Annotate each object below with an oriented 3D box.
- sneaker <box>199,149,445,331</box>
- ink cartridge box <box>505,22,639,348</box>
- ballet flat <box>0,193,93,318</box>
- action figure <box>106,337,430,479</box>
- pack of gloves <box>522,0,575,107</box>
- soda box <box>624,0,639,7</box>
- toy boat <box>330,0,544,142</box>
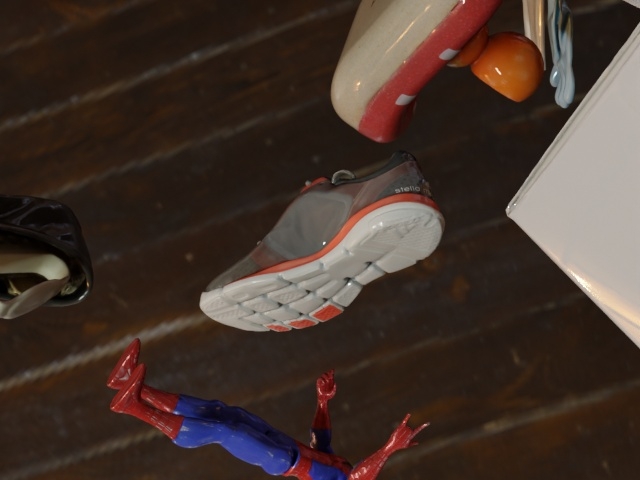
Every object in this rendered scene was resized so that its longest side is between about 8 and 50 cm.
[{"bbox_3d":[0.000,0.000,0.900,0.158,0.061,0.065,-25,52,24],"label":"sneaker"},{"bbox_3d":[0.279,-0.043,0.851,0.198,0.197,0.270,47,36,19],"label":"ink cartridge box"},{"bbox_3d":[-0.259,0.008,1.111,0.095,0.280,0.096,-49,62,26],"label":"ballet flat"},{"bbox_3d":[-0.026,0.147,1.364,0.139,0.280,0.091,-54,19,10],"label":"action figure"},{"bbox_3d":[0.226,-0.252,1.504,0.046,0.232,0.195,-10,36,-1],"label":"pack of gloves"},{"bbox_3d":[0.334,-0.209,1.371,0.216,0.074,0.069,34,110,28],"label":"soda box"},{"bbox_3d":[0.113,-0.162,1.297,0.151,0.231,0.151,32,45,-13],"label":"toy boat"}]
